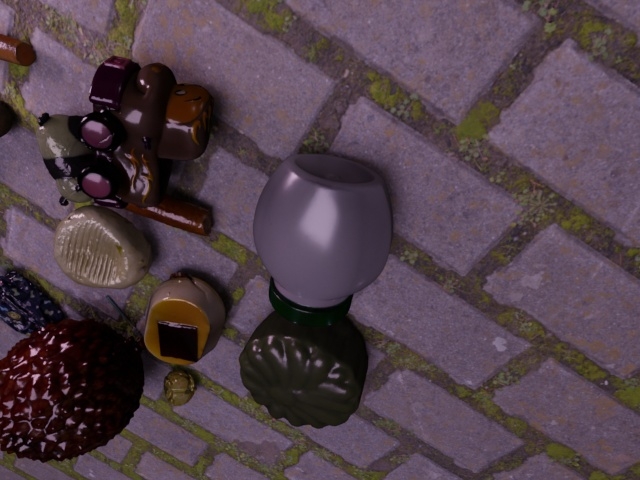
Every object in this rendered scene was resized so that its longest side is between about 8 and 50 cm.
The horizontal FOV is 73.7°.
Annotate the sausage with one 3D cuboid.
[{"bbox_3d":[-0.420,-0.088,1.109,0.302,0.103,0.076,20,89,2],"label":"sausage"}]

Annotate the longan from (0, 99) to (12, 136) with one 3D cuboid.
[{"bbox_3d":[-0.861,-0.318,1.109,0.114,0.092,0.113,-2,75,8],"label":"longan"}]

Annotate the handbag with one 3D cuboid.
[{"bbox_3d":[-1.010,0.224,1.443,0.162,0.113,0.260,-15,121,30],"label":"handbag"}]

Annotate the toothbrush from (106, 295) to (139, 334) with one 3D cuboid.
[{"bbox_3d":[-0.657,0.249,1.415,0.011,0.014,0.167,-18,113,33],"label":"toothbrush"}]

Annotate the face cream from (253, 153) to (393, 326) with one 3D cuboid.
[{"bbox_3d":[0.000,0.000,0.972,0.313,0.219,0.356,15,122,6],"label":"face cream"}]

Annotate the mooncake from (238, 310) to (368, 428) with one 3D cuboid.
[{"bbox_3d":[-0.048,0.364,1.208,0.357,0.194,0.356,6,119,11],"label":"mooncake"}]

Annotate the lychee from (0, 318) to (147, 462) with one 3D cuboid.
[{"bbox_3d":[-0.750,0.439,1.328,0.424,0.500,0.424,46,154,30],"label":"lychee"}]

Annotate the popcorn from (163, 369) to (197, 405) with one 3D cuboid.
[{"bbox_3d":[-0.480,0.503,1.464,0.106,0.116,0.120,-19,71,-6],"label":"popcorn"}]

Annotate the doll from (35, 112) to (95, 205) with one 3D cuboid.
[{"bbox_3d":[-0.622,-0.205,1.072,0.144,0.135,0.234,0,112,17],"label":"doll"}]

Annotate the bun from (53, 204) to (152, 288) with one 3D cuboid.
[{"bbox_3d":[-0.599,0.023,1.191,0.259,0.160,0.259,-1,115,-2],"label":"bun"}]

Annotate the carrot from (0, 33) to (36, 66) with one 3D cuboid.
[{"bbox_3d":[-0.804,-0.472,1.021,0.225,0.067,0.067,16,122,5],"label":"carrot"}]

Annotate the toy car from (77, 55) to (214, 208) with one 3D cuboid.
[{"bbox_3d":[-0.375,-0.223,0.955,0.241,0.271,0.340,10,126,-14],"label":"toy car"}]

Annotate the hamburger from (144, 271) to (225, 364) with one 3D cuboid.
[{"bbox_3d":[-0.399,0.232,1.260,0.227,0.151,0.295,24,118,-5],"label":"hamburger"}]
